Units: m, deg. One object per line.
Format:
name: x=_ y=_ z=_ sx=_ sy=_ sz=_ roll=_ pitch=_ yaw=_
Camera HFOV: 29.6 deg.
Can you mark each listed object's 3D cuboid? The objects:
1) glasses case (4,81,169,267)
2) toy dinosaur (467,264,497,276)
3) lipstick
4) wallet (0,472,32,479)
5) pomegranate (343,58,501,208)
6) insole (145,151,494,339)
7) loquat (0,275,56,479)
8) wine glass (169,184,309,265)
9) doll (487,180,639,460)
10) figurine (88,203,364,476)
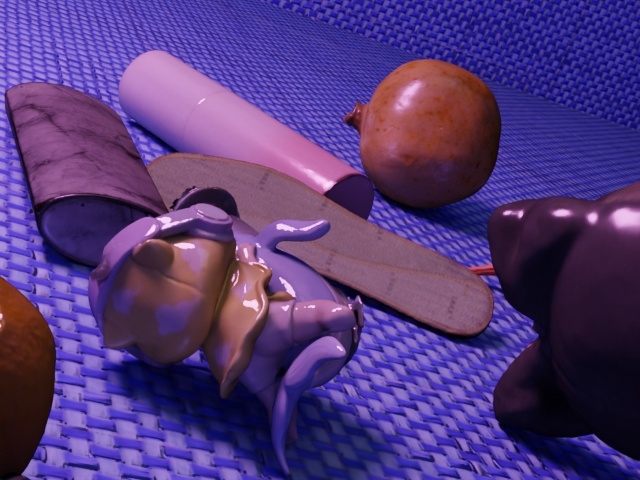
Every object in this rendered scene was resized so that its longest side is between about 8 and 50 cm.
glasses case: x=-0.211 y=-0.065 z=1.055 sx=0.114 sy=0.060 sz=0.299 roll=14 pitch=18 yaw=-25
toy dinosaur: x=0.276 y=0.058 z=1.287 sx=0.279 sy=0.055 sz=0.101 roll=19 pitch=-6 yaw=-3
lipstick: x=-0.086 y=-0.101 z=1.277 sx=0.327 sy=0.087 sz=0.087 roll=35 pitch=21 yaw=36
wallet: x=-0.079 y=0.178 z=0.471 sx=0.202 sy=0.059 sz=0.141 roll=25 pitch=22 yaw=13
pomegranate: x=0.123 y=-0.133 z=1.480 sx=0.196 sy=0.196 sz=0.196 roll=20 pitch=17 yaw=-6
insole: x=0.000 y=0.000 z=1.108 sx=0.348 sy=0.009 sz=0.119 roll=24 pitch=49 yaw=-3
loquat: x=-0.189 y=0.066 z=0.561 sx=0.137 sy=0.137 sz=0.113 roll=12 pitch=54 yaw=-29
wine glass: x=-0.064 y=0.015 z=0.980 sx=0.072 sy=0.072 sz=0.155 roll=9 pitch=21 yaw=-37
doll: x=0.256 y=0.092 z=0.775 sx=0.382 sy=0.252 sz=0.378 roll=0 pitch=23 yaw=29
figurine: x=-0.054 y=0.050 z=0.793 sx=0.183 sy=0.128 sz=0.208 roll=8 pitch=26 yaw=-33
